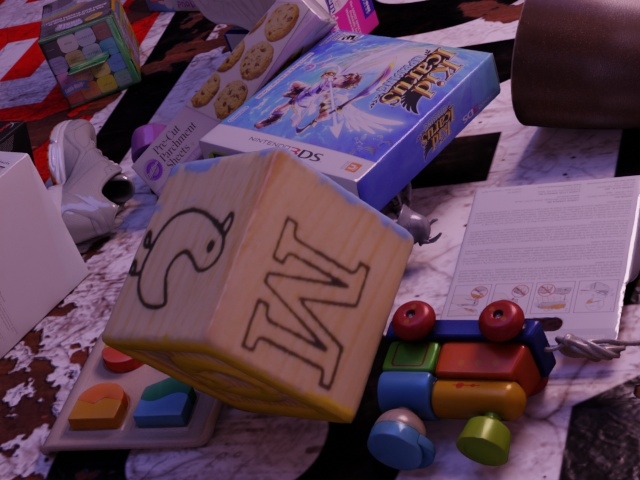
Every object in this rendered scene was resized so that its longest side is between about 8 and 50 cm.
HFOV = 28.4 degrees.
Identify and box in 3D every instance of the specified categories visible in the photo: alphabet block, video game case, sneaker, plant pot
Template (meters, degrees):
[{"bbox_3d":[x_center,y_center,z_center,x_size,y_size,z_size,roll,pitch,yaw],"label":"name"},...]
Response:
[{"bbox_3d":[-0.058,0.047,1.215,0.192,0.193,0.197,-6,59,52],"label":"alphabet block"},{"bbox_3d":[0.035,-0.146,1.483,0.244,0.061,0.269,18,49,38],"label":"video game case"},{"bbox_3d":[-0.028,-0.394,1.790,0.236,0.130,0.323,-39,33,-20],"label":"sneaker"},{"bbox_3d":[-0.313,-0.083,1.758,0.121,0.099,0.262,-11,40,4],"label":"sneaker"},{"bbox_3d":[0.366,-0.216,1.457,0.230,0.215,0.215,15,45,25],"label":"plant pot"}]

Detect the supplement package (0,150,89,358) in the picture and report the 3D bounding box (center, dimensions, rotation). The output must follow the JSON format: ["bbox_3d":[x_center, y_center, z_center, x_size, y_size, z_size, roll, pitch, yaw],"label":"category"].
[{"bbox_3d":[-0.435,0.021,1.563,0.149,0.194,0.203,8,42,37],"label":"supplement package"}]

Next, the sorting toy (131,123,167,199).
[{"bbox_3d":[-0.083,-0.139,1.713,0.366,0.127,0.126,-19,62,10],"label":"sorting toy"}]

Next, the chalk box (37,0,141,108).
[{"bbox_3d":[-0.380,-0.315,2.094,0.132,0.132,0.213,-19,33,3],"label":"chalk box"}]

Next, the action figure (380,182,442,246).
[{"bbox_3d":[0.000,0.000,1.436,0.285,0.099,0.185,-5,29,19],"label":"action figure"}]

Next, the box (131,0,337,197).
[{"bbox_3d":[-0.112,-0.186,1.633,0.324,0.067,0.063,-45,-11,18],"label":"box"}]

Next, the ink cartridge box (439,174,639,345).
[{"bbox_3d":[0.230,0.034,1.294,0.189,0.066,0.232,-4,48,26],"label":"ink cartridge box"}]

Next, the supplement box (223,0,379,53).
[{"bbox_3d":[-0.025,-0.319,1.903,0.114,0.111,0.220,7,42,37],"label":"supplement box"}]

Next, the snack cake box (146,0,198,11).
[{"bbox_3d":[-0.198,-0.525,2.335,0.152,0.089,0.264,10,44,38],"label":"snack cake box"}]

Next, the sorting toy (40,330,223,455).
[{"bbox_3d":[-0.187,0.150,1.371,0.208,0.038,0.193,-9,35,21],"label":"sorting toy"}]

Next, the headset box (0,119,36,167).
[{"bbox_3d":[-0.588,-0.085,1.812,0.293,0.110,0.218,0,25,15],"label":"headset box"}]

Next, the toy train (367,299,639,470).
[{"bbox_3d":[0.166,0.138,1.130,0.248,0.105,0.143,-1,48,29],"label":"toy train"}]
